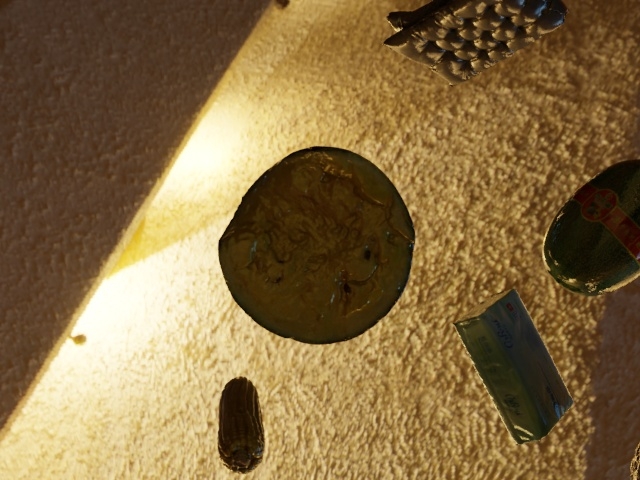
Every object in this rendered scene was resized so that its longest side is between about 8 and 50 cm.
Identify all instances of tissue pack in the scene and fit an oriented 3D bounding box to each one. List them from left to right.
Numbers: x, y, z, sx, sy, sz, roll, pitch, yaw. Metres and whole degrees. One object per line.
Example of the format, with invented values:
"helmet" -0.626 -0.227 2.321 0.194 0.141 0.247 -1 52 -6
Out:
"tissue pack" 0.379 0.239 1.513 0.177 0.089 0.263 -25 -94 -49

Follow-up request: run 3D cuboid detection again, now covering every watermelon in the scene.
"watermelon" 0.000 0.000 1.356 0.331 0.330 0.189 7 -165 -2

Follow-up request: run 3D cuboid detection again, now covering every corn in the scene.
"corn" -0.134 0.304 1.304 0.080 0.080 0.231 0 -162 -8

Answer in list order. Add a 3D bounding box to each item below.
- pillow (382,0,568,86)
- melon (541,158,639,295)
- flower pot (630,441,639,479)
"pillow" 0.316 -0.454 1.635 0.228 0.326 0.101 23 -116 -31
"melon" 0.510 -0.030 1.342 0.287 0.182 0.182 -47 -113 4
"flower pot" 0.667 0.493 1.394 0.267 0.266 0.267 35 -132 18
